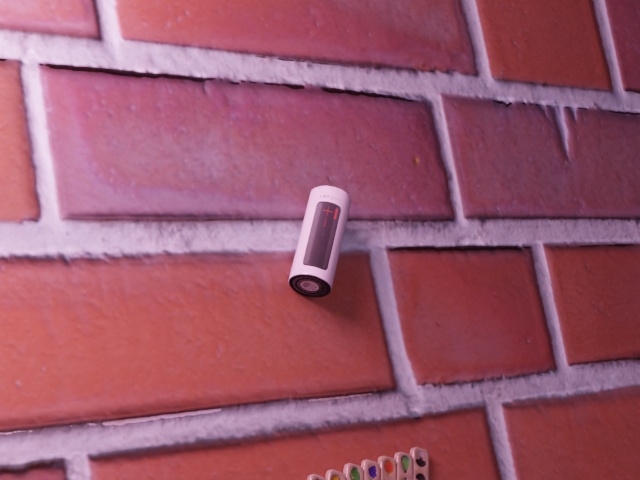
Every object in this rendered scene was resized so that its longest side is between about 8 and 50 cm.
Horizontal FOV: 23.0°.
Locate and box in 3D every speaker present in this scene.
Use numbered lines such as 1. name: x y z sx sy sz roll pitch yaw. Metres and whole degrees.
1. speaker: 0.000 0.000 1.965 0.055 0.055 0.136 35 53 -31

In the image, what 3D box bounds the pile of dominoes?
1. pile of dominoes: 0.084 0.361 1.922 0.251 0.040 0.196 -4 78 -47
